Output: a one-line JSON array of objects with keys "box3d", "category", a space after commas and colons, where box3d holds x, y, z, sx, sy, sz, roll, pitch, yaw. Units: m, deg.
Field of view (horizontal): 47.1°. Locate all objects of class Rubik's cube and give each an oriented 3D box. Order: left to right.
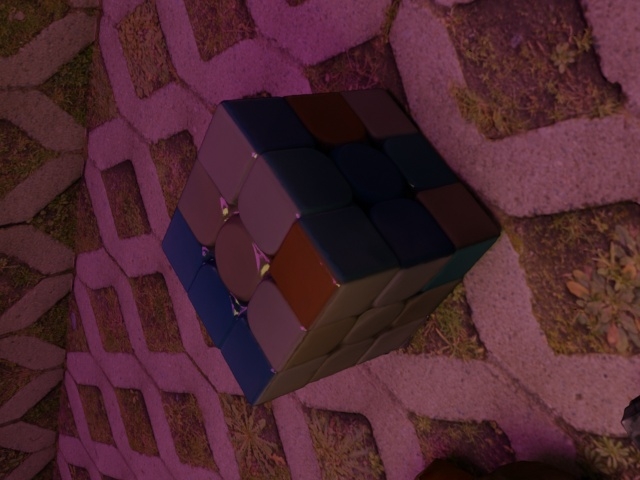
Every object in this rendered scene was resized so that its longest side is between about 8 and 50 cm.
[{"box3d": [0.000, 0.000, 1.172, 0.344, 0.346, 0.347, 55, 135, 24], "category": "Rubik's cube"}]

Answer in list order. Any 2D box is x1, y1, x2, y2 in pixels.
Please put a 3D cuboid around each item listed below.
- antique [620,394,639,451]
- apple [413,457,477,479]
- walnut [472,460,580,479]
[{"box3d": [0.463, 0.260, 0.897, 0.183, 0.088, 0.086, 59, 136, 20], "category": "antique"}, {"box3d": [0.188, 0.465, 1.215, 0.160, 0.173, 0.195, 47, 136, 34], "category": "apple"}, {"box3d": [0.302, 0.457, 1.036, 0.283, 0.227, 0.283, 35, 138, 39], "category": "walnut"}]
